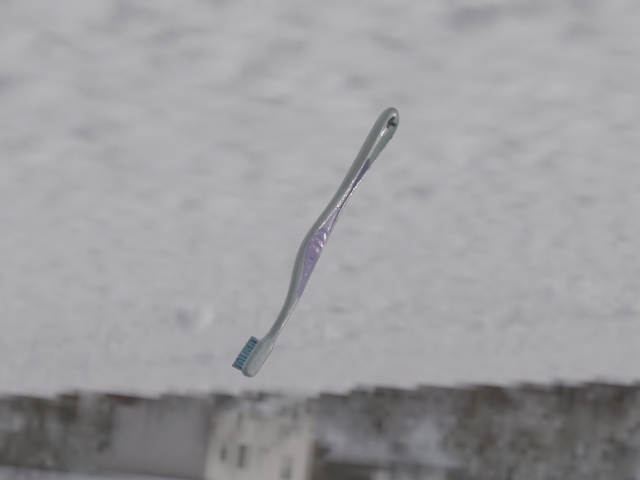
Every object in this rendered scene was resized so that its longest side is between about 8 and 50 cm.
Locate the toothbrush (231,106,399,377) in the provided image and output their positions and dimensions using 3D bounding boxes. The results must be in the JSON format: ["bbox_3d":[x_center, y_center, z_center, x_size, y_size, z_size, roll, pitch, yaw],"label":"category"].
[{"bbox_3d":[0.000,0.000,0.833,0.013,0.131,0.011,21,166,43],"label":"toothbrush"}]
